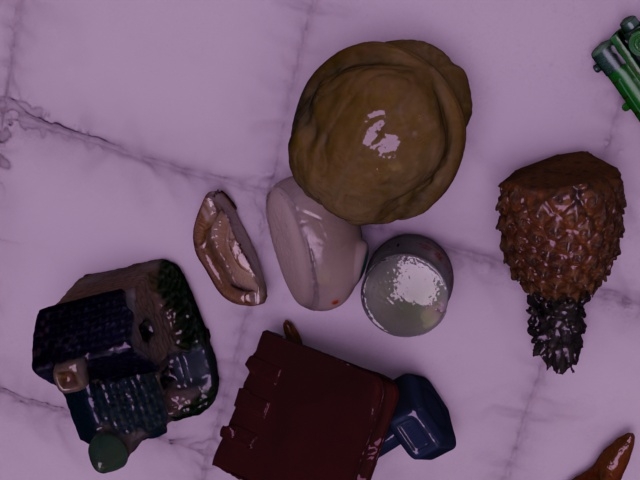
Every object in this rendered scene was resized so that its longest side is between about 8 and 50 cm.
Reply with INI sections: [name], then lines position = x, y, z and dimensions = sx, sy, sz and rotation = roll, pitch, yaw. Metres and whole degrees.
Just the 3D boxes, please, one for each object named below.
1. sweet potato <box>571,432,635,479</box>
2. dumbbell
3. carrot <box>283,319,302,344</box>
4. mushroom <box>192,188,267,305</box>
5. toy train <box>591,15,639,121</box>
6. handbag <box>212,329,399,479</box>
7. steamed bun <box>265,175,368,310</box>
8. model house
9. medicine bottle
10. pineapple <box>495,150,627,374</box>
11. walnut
[sweet potato]
position = 0.477, 0.406, 1.942
dimensions = 0.202, 0.055, 0.058
rotation = -53, 55, 21
[dumbbell]
position = 0.070, 0.360, 1.958
dimensions = 0.316, 0.156, 0.143
rotation = -32, 128, 17
[carrot]
position = -0.036, 0.215, 1.991
dimensions = 0.036, 0.035, 0.165
rotation = -18, 99, 15
[mushroom]
position = -0.162, 0.020, 1.938
dimensions = 0.094, 0.072, 0.209
rotation = -25, 96, 14
[toy train]
position = 0.518, -0.224, 1.747
dimensions = 0.119, 0.085, 0.251
rotation = -34, 94, 33
[handbag]
position = -0.026, 0.306, 1.885
dimensions = 0.276, 0.084, 0.260
rotation = 16, 85, 31
[steamed bun]
position = 0.000, 0.000, 1.861
dimensions = 0.131, 0.177, 0.228
rotation = -16, 91, -20
[model house]
position = -0.343, 0.222, 1.926
dimensions = 0.243, 0.284, 0.298
rotation = -12, 103, 18
[medicine bottle]
position = 0.143, 0.071, 1.861
dimensions = 0.147, 0.143, 0.147
rotation = 2, 105, 9
[pineapple]
position = 0.385, 0.043, 1.794
dimensions = 0.202, 0.202, 0.361
rotation = -4, 117, 11
[walnut]
position = 0.092, -0.166, 1.731
dimensions = 0.277, 0.282, 0.253
rotation = -48, 61, 34
